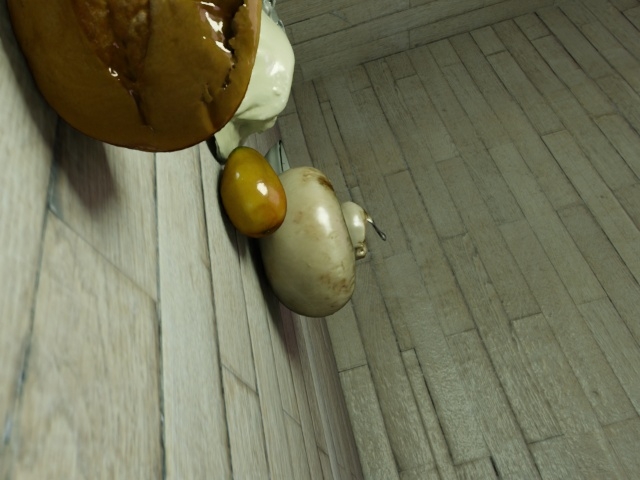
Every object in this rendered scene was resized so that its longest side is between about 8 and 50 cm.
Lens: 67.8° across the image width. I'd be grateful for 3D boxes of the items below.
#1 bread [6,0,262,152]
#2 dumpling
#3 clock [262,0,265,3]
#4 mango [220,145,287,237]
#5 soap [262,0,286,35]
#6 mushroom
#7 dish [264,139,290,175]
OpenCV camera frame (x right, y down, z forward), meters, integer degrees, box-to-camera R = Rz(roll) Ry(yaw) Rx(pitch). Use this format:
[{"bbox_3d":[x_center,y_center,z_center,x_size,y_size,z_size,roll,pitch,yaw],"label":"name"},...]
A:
[{"bbox_3d":[-0.148,-0.209,0.403,0.142,0.195,0.269,-143,-129,-83],"label":"bread"},{"bbox_3d":[-0.184,-0.319,1.024,0.395,0.233,0.315,119,-12,-74],"label":"dumpling"},{"bbox_3d":[-0.186,-0.610,1.012,0.049,0.226,0.226,29,-33,45],"label":"clock"},{"bbox_3d":[-0.135,-0.097,0.948,0.221,0.120,0.151,-113,-174,-54],"label":"mango"},{"bbox_3d":[-0.254,-0.715,1.264,0.435,0.213,0.350,-103,173,-54],"label":"soap"},{"bbox_3d":[0.000,0.000,1.140,0.362,0.294,0.362,167,-90,-82],"label":"mushroom"},{"bbox_3d":[-0.139,-0.156,1.522,0.316,0.106,0.316,-14,90,-87],"label":"dish"}]
